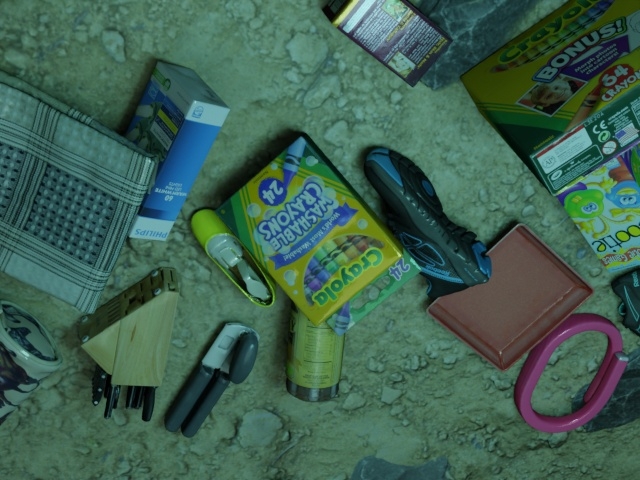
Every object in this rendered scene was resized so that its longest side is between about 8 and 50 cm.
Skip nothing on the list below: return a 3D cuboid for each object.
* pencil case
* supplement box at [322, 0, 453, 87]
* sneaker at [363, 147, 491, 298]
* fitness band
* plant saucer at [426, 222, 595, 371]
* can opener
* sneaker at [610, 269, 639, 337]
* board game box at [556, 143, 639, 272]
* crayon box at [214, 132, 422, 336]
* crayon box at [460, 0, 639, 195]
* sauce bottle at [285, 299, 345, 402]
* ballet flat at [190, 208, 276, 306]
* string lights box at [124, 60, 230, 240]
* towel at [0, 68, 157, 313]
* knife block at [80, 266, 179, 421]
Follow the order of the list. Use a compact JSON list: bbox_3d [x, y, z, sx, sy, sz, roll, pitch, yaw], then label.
[{"bbox_3d":[-0.645,0.278,1.777,0.410,0.160,0.183,-42,135,13],"label":"pencil case"},{"bbox_3d":[0.110,-0.352,1.632,0.188,0.081,0.104,33,108,-27],"label":"supplement box"},{"bbox_3d":[0.171,-0.019,1.819,0.140,0.125,0.341,-29,116,28],"label":"sneaker"},{"bbox_3d":[0.533,0.287,2.126,0.209,0.054,0.291,10,116,-19],"label":"fitness band"},{"bbox_3d":[0.375,0.110,1.988,0.258,0.047,0.259,-45,120,13],"label":"plant saucer"},{"bbox_3d":[-0.209,0.280,1.920,0.076,0.095,0.283,24,111,-24],"label":"can opener"},{"bbox_3d":[0.685,0.158,2.078,0.106,0.101,0.267,-15,124,20],"label":"sneaker"},{"bbox_3d":[0.536,-0.093,1.824,0.144,0.142,0.275,-20,127,33],"label":"board game box"},{"bbox_3d":[0.000,0.000,1.737,0.203,0.083,0.323,-40,95,11],"label":"crayon box"},{"bbox_3d":[0.449,-0.276,1.620,0.363,0.313,0.106,-34,125,7],"label":"crayon box"},{"bbox_3d":[-0.002,0.132,1.872,0.111,0.111,0.344,1,110,-14],"label":"sauce bottle"},{"bbox_3d":[-0.149,0.038,1.802,0.077,0.077,0.231,-33,122,7],"label":"ballet flat"},{"bbox_3d":[-0.259,-0.143,1.629,0.077,0.133,0.259,7,120,-44],"label":"string lights box"},{"bbox_3d":[-0.456,-0.076,1.602,0.324,0.056,0.312,29,112,3],"label":"towel"},{"bbox_3d":[-0.323,0.212,1.858,0.276,0.088,0.242,-33,123,7],"label":"knife block"}]
